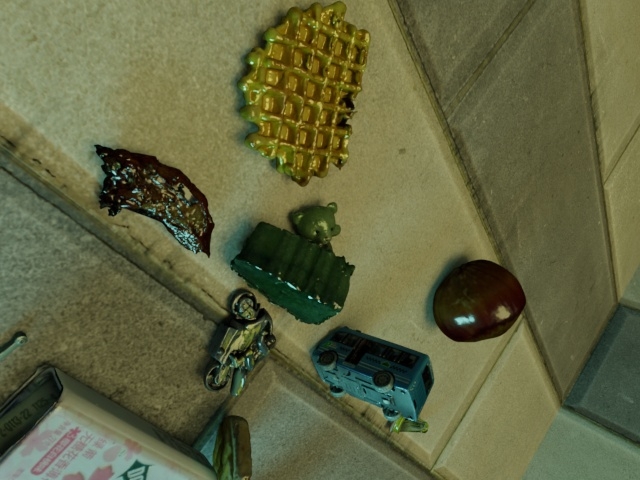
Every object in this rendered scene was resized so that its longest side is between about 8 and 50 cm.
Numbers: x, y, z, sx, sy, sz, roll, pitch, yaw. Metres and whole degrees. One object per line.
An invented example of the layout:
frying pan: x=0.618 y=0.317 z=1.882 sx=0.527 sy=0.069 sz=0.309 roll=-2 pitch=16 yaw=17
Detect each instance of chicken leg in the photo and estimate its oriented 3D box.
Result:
chicken leg: x=-0.232 y=-0.058 z=0.683 sx=0.234 sy=0.063 sz=0.105 roll=33 pitch=88 yaw=-45

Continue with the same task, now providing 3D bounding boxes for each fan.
fan: x=-0.468 y=0.189 z=0.600 sx=0.193 sy=0.016 sz=0.038 roll=-41 pitch=132 yaw=-22

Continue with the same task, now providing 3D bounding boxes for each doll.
doll: x=0.000 y=0.000 z=0.915 sx=0.115 sy=0.077 sz=0.150 roll=-23 pitch=132 yaw=-22

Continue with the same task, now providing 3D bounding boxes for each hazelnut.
hazelnut: x=0.427 y=0.167 z=1.282 sx=0.252 sy=0.217 sz=0.217 roll=-35 pitch=131 yaw=2

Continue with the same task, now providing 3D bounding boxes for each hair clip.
hair clip: x=0.263 y=0.545 z=1.385 sx=0.188 sy=0.033 sz=0.060 roll=27 pitch=85 yaw=-42

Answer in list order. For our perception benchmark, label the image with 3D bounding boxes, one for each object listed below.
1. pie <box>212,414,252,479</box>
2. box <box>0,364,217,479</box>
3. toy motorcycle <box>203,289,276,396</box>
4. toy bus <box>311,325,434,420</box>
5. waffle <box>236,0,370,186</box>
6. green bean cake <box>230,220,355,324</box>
pie: x=-0.165 y=0.424 z=0.849 sx=0.046 sy=0.195 sz=0.195 roll=11 pitch=99 yaw=-21
box: x=-0.343 y=0.357 z=0.717 sx=0.190 sy=0.112 sz=0.369 roll=-48 pitch=130 yaw=-18
toy motorcycle: x=-0.140 y=0.193 z=0.865 sx=0.124 sy=0.061 sz=0.193 roll=24 pitch=81 yaw=-38
toy bus: x=0.110 y=0.278 z=1.002 sx=0.134 sy=0.247 sz=0.113 roll=-46 pitch=131 yaw=-34
waffle: x=-0.015 y=-0.248 z=0.808 sx=0.309 sy=0.065 sz=0.283 roll=-44 pitch=128 yaw=-17
green bean cake: x=-0.059 y=0.063 z=0.847 sx=0.209 sy=0.193 sz=0.107 roll=26 pitch=68 yaw=-9
